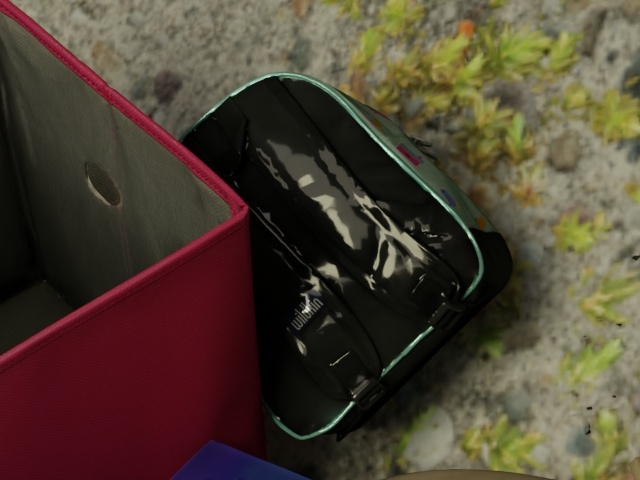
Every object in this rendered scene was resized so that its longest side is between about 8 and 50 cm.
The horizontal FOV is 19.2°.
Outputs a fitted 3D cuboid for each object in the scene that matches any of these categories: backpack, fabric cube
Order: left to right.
[{"bbox_3d":[-0.202,0.064,1.040,0.254,0.258,0.259,-32,53,-24],"label":"fabric cube"},{"bbox_3d":[0.000,0.000,1.099,0.188,0.144,0.166,46,104,8],"label":"backpack"}]

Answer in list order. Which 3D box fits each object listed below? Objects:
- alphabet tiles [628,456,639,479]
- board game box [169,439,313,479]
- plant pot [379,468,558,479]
[{"bbox_3d":[0.231,0.204,0.881,0.009,0.198,0.237,-47,52,42],"label":"alphabet tiles"},{"bbox_3d":[-0.116,0.287,0.920,0.078,0.347,0.233,19,124,21],"label":"board game box"},{"bbox_3d":[0.073,0.275,0.907,0.323,0.323,0.280,-8,54,29],"label":"plant pot"}]
